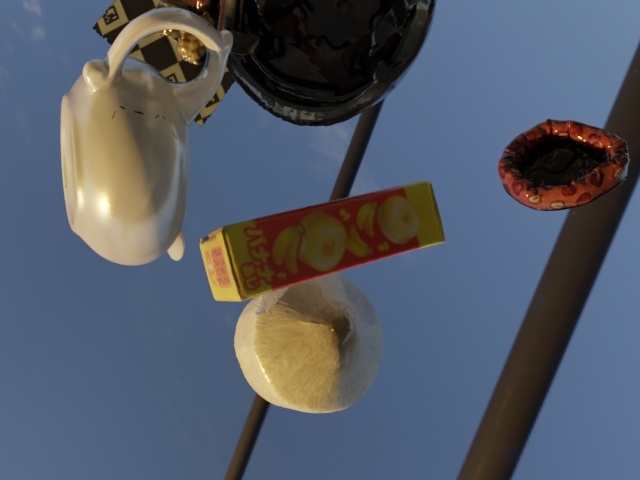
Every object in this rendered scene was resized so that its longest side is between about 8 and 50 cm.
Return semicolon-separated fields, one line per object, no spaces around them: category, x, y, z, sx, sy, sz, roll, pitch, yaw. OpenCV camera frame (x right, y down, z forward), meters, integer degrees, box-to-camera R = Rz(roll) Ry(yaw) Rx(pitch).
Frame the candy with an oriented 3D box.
candy;0.000;0.000;0.712;0.276;0.146;0.088;-15;-91;-24

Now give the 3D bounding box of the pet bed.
pet bed;0.394;-0.126;0.936;0.201;0.201;0.053;-47;-46;-18

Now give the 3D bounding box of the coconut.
coconut;-0.014;0.169;0.957;0.237;0.266;0.237;4;-103;-18

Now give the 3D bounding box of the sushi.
sushi;-0.238;-0.408;0.998;0.294;0.059;0.292;39;-86;9

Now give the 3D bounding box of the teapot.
teapot;-0.182;-0.092;0.580;0.165;0.300;0.208;13;-139;-27

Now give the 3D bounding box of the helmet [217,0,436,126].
helmet;0.023;-0.315;0.714;0.270;0.197;0.338;14;-74;12
